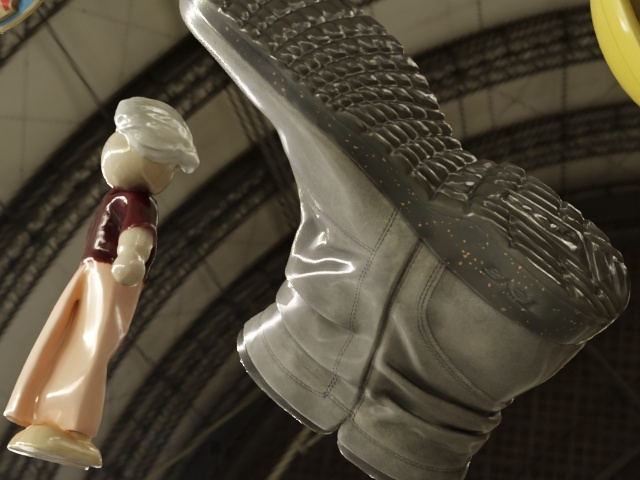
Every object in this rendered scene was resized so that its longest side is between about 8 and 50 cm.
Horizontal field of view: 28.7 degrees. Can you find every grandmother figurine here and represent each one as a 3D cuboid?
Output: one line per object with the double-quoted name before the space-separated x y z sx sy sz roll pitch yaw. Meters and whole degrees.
"grandmother figurine" -0.191 0.028 1.128 0.104 0.342 0.208 22 -18 -24

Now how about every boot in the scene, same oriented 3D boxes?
"boot" 0.000 0.000 0.774 0.118 0.338 0.223 -29 -19 -52

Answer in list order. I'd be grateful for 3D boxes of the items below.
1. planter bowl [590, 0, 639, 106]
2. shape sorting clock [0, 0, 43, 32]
"planter bowl" 0.189 -0.111 0.560 0.217 0.217 0.090 -26 1 -26
"shape sorting clock" -0.297 -0.268 1.026 0.206 0.206 0.040 -47 -5 16
